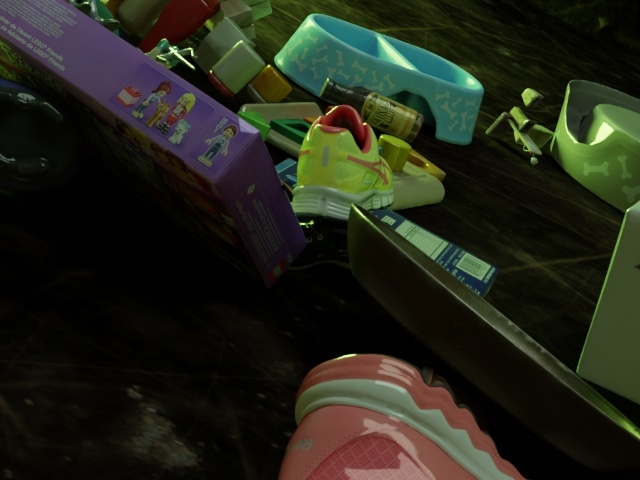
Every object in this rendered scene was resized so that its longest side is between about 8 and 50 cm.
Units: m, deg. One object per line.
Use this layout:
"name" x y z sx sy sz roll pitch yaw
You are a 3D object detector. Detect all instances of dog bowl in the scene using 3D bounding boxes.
"dog bowl" 0.085 -0.211 2.011 0.297 0.074 0.166 14 23 -32
"dog bowl" 0.482 -0.101 2.204 0.349 0.102 0.349 24 18 -9

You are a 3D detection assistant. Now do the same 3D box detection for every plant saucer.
"plant saucer" 0.132 0.084 1.215 0.311 0.050 0.310 38 3 -2

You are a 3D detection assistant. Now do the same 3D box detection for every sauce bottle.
"sauce bottle" 0.061 -0.159 1.894 0.128 0.042 0.042 21 19 -9

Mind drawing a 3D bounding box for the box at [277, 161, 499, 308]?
"box" 0.052 0.002 1.457 0.225 0.036 0.136 30 19 8

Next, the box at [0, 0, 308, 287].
"box" -0.153 -0.095 1.259 0.293 0.057 0.201 34 -14 23

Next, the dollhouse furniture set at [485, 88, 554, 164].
"dollhouse furniture set" 0.307 -0.143 2.137 0.114 0.091 0.081 8 41 -50

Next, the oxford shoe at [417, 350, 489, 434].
"oxford shoe" 0.084 0.134 1.098 0.076 0.076 0.212 34 18 5

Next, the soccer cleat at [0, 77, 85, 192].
"soccer cleat" -0.322 -0.108 1.210 0.289 0.093 0.121 22 -7 -5

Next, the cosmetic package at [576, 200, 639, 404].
"cosmetic package" 0.429 0.026 1.397 0.230 0.161 0.453 25 27 23

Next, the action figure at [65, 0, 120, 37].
"action figure" -0.278 -0.324 1.691 0.137 0.063 0.232 29 37 -58

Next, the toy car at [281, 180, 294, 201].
"toy car" -0.084 -0.051 1.383 0.122 0.060 0.040 27 16 2

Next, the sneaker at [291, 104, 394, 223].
"sneaker" 0.025 -0.074 1.382 0.082 0.094 0.208 5 10 6

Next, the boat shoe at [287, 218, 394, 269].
"boat shoe" 0.000 -0.001 1.349 0.133 0.042 0.049 3 46 -16

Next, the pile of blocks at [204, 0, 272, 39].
"pile of blocks" -0.186 -0.331 1.851 0.362 0.149 0.112 12 23 -38

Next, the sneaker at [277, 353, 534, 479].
"sneaker" 0.102 0.204 0.932 0.314 0.116 0.136 32 49 -6

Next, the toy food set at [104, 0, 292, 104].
"toy food set" -0.149 -0.217 1.732 0.232 0.104 0.111 47 7 5

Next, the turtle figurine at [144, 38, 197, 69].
"turtle figurine" -0.232 -0.192 1.463 0.234 0.118 0.175 24 -15 46

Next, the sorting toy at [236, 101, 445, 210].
"sorting toy" 0.031 -0.104 1.694 0.196 0.047 0.348 34 20 21
